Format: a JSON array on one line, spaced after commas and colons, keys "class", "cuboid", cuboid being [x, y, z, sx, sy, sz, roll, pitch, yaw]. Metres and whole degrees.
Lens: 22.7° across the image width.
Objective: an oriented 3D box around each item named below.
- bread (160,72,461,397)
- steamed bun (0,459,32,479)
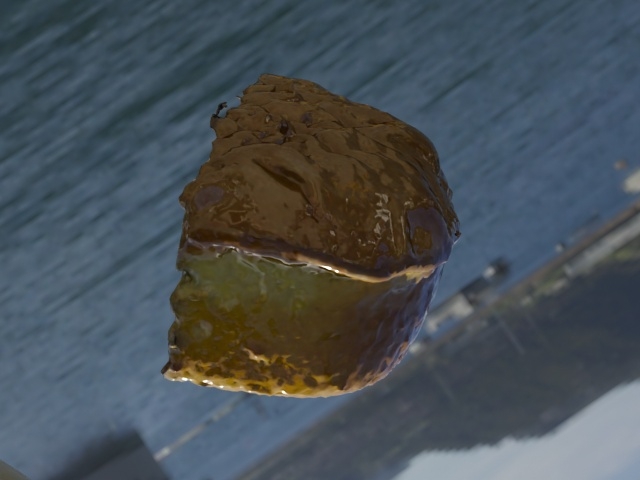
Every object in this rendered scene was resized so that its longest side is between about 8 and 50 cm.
[{"class": "bread", "cuboid": [0.000, 0.000, 0.860, 0.229, 0.139, 0.143, -66, 174, -65]}, {"class": "steamed bun", "cuboid": [-0.152, 0.178, 0.380, 0.324, 0.324, 0.206, -37, -178, 24]}]
